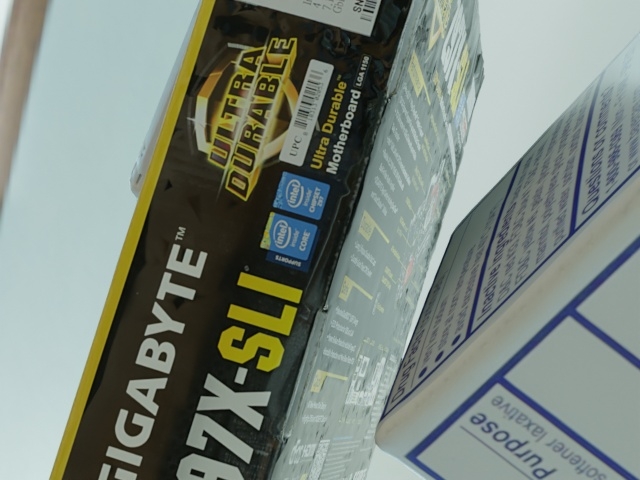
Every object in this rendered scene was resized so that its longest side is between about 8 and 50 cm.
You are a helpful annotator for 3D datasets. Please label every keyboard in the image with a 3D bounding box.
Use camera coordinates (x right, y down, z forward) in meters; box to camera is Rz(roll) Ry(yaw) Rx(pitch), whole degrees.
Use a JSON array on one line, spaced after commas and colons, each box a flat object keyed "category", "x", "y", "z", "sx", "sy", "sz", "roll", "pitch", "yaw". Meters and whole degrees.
[{"category": "keyboard", "x": -0.083, "y": -0.101, "z": 0.928, "sx": 0.256, "sy": 0.014, "sz": 0.072, "roll": -62, "pitch": -142, "yaw": 40}]

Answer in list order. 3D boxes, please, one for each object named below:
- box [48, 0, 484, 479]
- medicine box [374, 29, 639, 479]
[{"category": "box", "x": 0.000, "y": 0.000, "z": 0.602, "sx": 0.079, "sy": 0.322, "sz": 0.257, "roll": 14, "pitch": -95, "yaw": 10}, {"category": "medicine box", "x": 0.211, "y": 0.017, "z": 0.411, "sx": 0.263, "sy": 0.149, "sz": 0.289, "roll": 38, "pitch": -59, "yaw": -6}]
